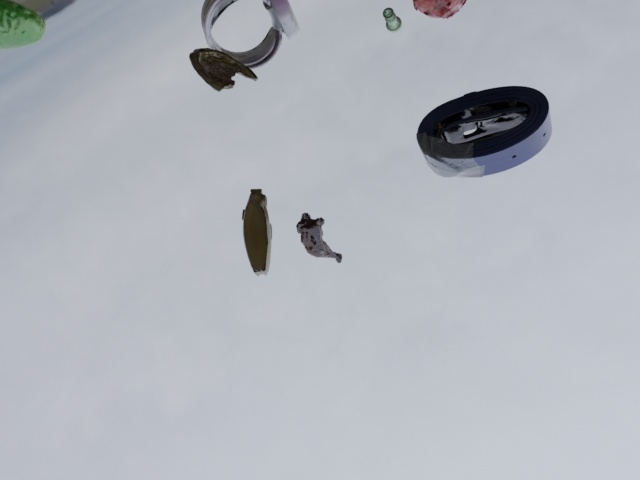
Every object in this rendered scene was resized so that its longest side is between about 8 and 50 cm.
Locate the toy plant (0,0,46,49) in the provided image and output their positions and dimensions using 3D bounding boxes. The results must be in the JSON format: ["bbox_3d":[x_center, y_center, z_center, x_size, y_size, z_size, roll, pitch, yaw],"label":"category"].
[{"bbox_3d":[-0.631,-0.412,0.898,0.317,0.356,0.211,-37,-149,-24],"label":"toy plant"}]

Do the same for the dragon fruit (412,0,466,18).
[{"bbox_3d":[0.281,-0.610,1.446,0.153,0.153,0.111,-24,-172,15],"label":"dragon fruit"}]

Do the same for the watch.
[{"bbox_3d":[-0.195,-0.574,1.531,0.232,0.244,0.196,-27,-145,6],"label":"watch"}]

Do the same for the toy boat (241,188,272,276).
[{"bbox_3d":[-0.106,-0.014,1.025,0.047,0.149,0.049,-4,180,4],"label":"toy boat"}]

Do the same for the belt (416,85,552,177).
[{"bbox_3d":[0.443,-0.290,1.648,0.347,0.117,0.212,-12,-116,20],"label":"belt"}]

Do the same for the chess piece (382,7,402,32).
[{"bbox_3d":[0.249,-0.787,2.148,0.059,0.059,0.149,-25,172,14],"label":"chess piece"}]

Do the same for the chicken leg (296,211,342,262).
[{"bbox_3d":[-0.006,0.002,1.732,0.090,0.219,0.048,-31,-144,-4],"label":"chicken leg"}]

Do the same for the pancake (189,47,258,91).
[{"bbox_3d":[-0.224,-0.394,1.433,0.020,0.184,0.190,-47,-145,32],"label":"pancake"}]
